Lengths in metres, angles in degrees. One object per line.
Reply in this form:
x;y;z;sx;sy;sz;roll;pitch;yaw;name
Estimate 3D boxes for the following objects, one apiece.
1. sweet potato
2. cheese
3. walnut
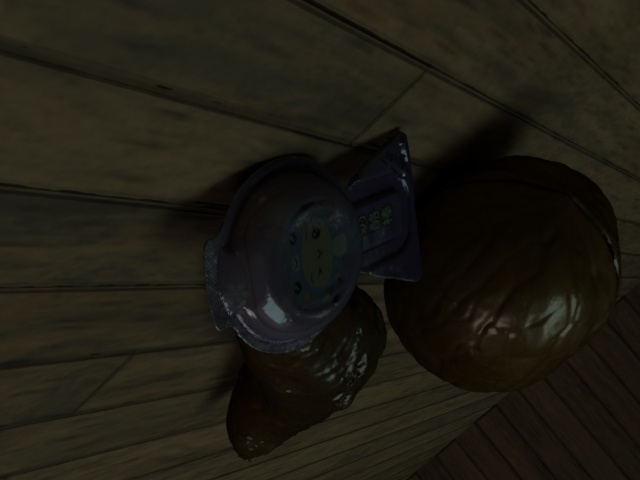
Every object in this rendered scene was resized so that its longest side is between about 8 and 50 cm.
-0.011;0.077;0.820;0.114;0.092;0.341;-18;159;-11;sweet potato
0.000;0.000;0.661;0.042;0.105;0.191;4;-162;36;cheese
0.136;0.025;0.883;0.167;0.167;0.207;-29;163;-32;walnut
